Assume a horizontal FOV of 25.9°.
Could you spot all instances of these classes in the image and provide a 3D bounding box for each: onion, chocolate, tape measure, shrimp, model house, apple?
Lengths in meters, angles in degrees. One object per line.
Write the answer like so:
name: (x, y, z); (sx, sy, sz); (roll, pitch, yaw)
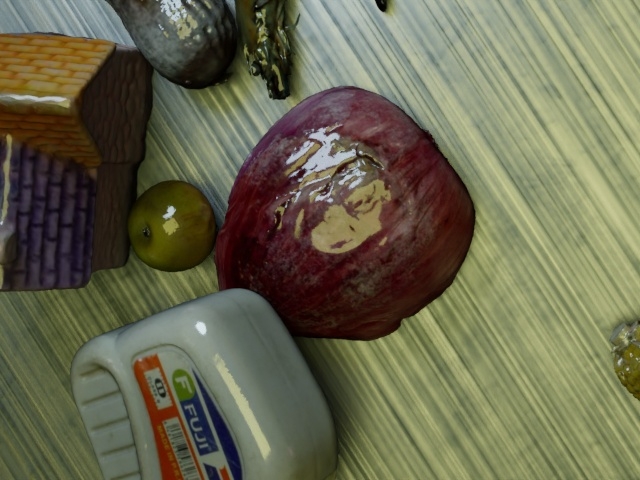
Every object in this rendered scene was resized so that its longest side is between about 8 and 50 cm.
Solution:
onion: (0.000, 0.000, 1.300); (0.227, 0.120, 0.283); (44, 101, 10)
chocolate: (-0.167, -0.252, 1.317); (0.110, 0.110, 0.248); (-40, 85, 11)
tape measure: (-0.106, 0.187, 1.303); (0.265, 0.130, 0.258); (-21, 87, 39)
shrimp: (-0.012, -0.243, 1.321); (0.150, 0.051, 0.217); (-1, 90, 4)
model house: (-0.290, -0.081, 1.287); (0.202, 0.237, 0.237); (10, 96, 8)
apple: (-0.142, -0.014, 1.340); (0.089, 0.074, 0.089); (11, 106, 43)

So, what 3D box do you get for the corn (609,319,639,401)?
corn: (0.365, 0.153, 1.263); (0.238, 0.080, 0.080); (36, 100, 8)
